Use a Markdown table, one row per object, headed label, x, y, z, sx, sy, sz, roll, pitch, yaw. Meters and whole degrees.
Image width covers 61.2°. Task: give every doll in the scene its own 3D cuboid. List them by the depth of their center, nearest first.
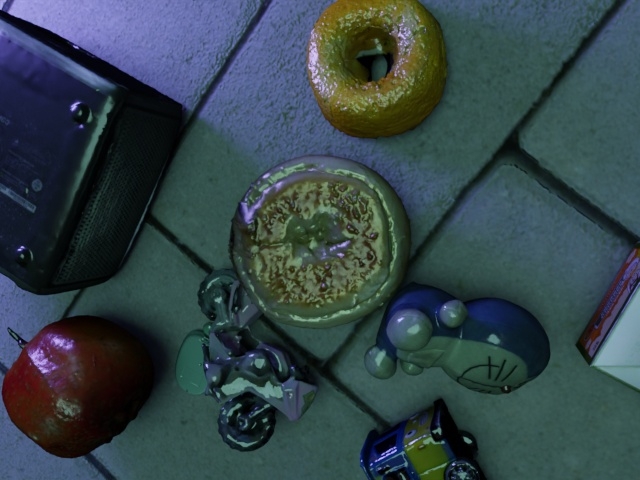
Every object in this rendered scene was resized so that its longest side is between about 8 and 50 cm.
| label | x | y | z | sx | sy | sz | roll | pitch | yaw |
| --- | --- | --- | --- | --- | --- | --- | --- | --- | --- |
| doll | 0.218 | 0.161 | 0.843 | 0.259 | 0.154 | 0.228 | 21 | 143 | 3 |

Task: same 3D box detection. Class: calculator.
| label | x | y | z | sx | sy | sz | roll | pitch | yaw |
| --- | --- | --- | --- | --- | --- | --- | --- | --- | --- |
| calculator | -0.234 | 0.231 | 1.057 | 0.095 | 0.021 | 0.153 | 26 | 103 | 13 |

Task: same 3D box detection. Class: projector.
| label | x | y | z | sx | sy | sz | roll | pitch | yaw |
| --- | --- | --- | --- | --- | --- | --- | --- | --- | --- |
| projector | -0.522 | -0.160 | 1.003 | 0.395 | 0.242 | 0.405 | 30 | 102 | 11 |

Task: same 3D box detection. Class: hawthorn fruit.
| label | x | y | z | sx | sy | sz | roll | pitch | yaw |
| --- | --- | --- | --- | --- | --- | --- | --- | --- | --- |
| hawthorn fruit | -0.470 | 0.246 | 1.005 | 0.300 | 0.254 | 0.254 | 36 | 102 | 3 |

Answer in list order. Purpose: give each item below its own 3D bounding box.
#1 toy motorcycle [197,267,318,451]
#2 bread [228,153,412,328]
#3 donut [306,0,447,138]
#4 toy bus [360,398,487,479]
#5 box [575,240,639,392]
| label | x | y | z | sx | sy | sz | roll | pitch | yaw |
| --- | --- | --- | --- | --- | --- | --- | --- | --- | --- |
| toy motorcycle | -0.112 | 0.198 | 0.969 | 0.188 | 0.143 | 0.326 | -15 | 74 | 8 |
| bread | 0.000 | 0.000 | 0.906 | 0.306 | 0.159 | 0.305 | 2 | 97 | 14 |
| donut | 0.089 | -0.294 | 0.894 | 0.254 | 0.118 | 0.253 | -4 | 77 | 19 |
| toy bus | 0.204 | 0.429 | 0.884 | 0.175 | 0.138 | 0.287 | -31 | 85 | 15 |
| box | 0.505 | 0.126 | 0.774 | 0.178 | 0.148 | 0.194 | 28 | 100 | 15 |
